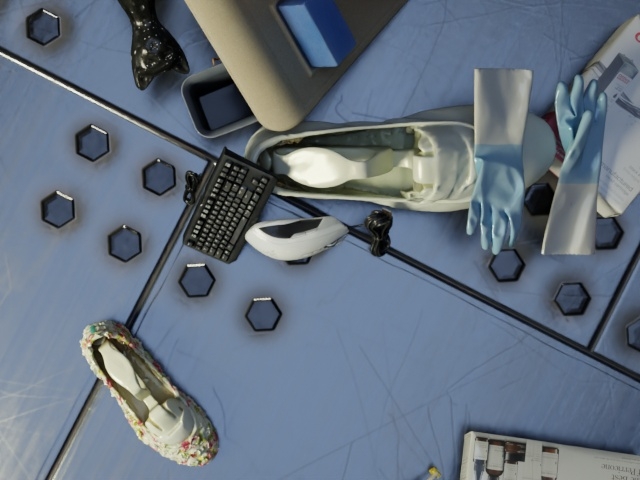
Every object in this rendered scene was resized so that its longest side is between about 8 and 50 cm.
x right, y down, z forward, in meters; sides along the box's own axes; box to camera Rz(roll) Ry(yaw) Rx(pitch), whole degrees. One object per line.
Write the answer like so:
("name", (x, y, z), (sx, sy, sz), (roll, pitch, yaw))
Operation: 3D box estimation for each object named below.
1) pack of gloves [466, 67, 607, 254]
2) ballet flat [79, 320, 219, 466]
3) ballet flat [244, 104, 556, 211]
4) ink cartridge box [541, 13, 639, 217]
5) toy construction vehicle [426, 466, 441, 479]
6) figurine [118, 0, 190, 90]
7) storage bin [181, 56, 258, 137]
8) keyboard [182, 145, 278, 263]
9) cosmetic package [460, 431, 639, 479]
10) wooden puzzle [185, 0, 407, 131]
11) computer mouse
("pack of gloves", (0.276, -0.093, 1.651), (0.195, 0.046, 0.232), (-1, 99, -25))
("ballet flat", (-0.227, 0.204, 1.737), (0.091, 0.077, 0.241), (-44, 91, -3))
("ballet flat", (0.094, -0.095, 1.690), (0.400, 0.139, 0.139), (0, 89, 11))
("ink cartridge box", (0.397, -0.162, 1.762), (0.158, 0.092, 0.218), (40, 86, -1))
("toy construction vehicle", (0.136, 0.358, 1.768), (0.098, 0.035, 0.086), (-36, 90, -3))
("figurine", (-0.155, -0.310, 1.660), (0.214, 0.092, 0.210), (-15, 105, -4))
("storage bin", (-0.109, -0.192, 1.743), (0.135, 0.091, 0.098), (-22, 90, -3))
("keyboard", (-0.131, -0.045, 1.713), (0.108, 0.180, 0.023), (28, 44, -2))
("cosmetic package", (0.304, 0.316, 1.754), (0.239, 0.060, 0.099), (8, 78, -2))
("wooden puzzle", (-0.008, -0.355, 1.631), (0.348, 0.080, 0.322), (-48, 125, -25))
("computer mouse", (0.000, 0.000, 1.730), (0.193, 0.106, 0.042), (-6, 68, -6))
